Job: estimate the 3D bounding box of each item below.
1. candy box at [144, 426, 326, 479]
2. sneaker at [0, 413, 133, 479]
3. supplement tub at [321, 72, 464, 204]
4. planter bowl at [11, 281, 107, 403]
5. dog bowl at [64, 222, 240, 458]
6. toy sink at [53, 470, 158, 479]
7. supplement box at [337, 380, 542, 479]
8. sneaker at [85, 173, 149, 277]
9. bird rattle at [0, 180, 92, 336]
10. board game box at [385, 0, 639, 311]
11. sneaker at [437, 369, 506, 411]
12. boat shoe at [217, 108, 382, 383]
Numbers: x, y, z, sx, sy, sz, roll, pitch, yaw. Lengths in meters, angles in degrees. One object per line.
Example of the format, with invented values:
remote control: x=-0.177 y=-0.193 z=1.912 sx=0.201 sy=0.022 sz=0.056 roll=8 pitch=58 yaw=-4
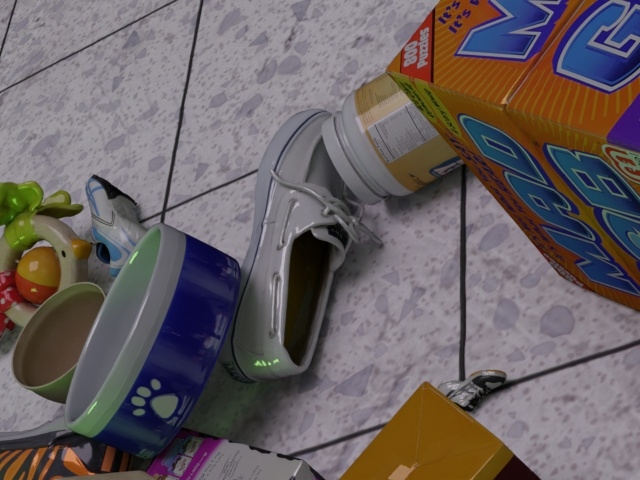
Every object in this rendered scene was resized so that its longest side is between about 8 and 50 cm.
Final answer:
candy box: x=-0.112 y=0.306 z=1.710 sx=0.233 sy=0.071 sz=0.159 roll=7 pitch=60 yaw=48
sneaker: x=-0.378 y=0.330 z=1.897 sx=0.321 sy=0.124 sz=0.180 roll=-24 pitch=41 yaw=26
supplement tub: x=0.116 y=-0.142 z=1.854 sx=0.199 sy=0.144 sz=0.144 roll=-30 pitch=39 yaw=20
planter bowl: x=-0.307 y=0.150 z=2.012 sx=0.162 sy=0.109 sz=0.162 roll=-26 pitch=41 yaw=25
dog bowl: x=-0.198 y=0.118 z=1.810 sx=0.265 sy=0.104 sz=0.265 roll=-57 pitch=17 yaw=28
toy sink: x=-0.208 y=0.380 z=1.615 sx=0.152 sy=0.131 sz=0.234 roll=21 pitch=103 yaw=44
supplement box: x=0.120 y=0.274 z=1.414 sx=0.191 sy=0.194 sz=0.129 roll=-48 pitch=37 yaw=-4
sneaker: x=-0.299 y=-0.023 z=2.193 sx=0.086 sy=0.085 sz=0.237 roll=-49 pitch=33 yaw=7
bird rattle: x=-0.421 y=0.044 z=2.182 sx=0.207 sy=0.143 sz=0.253 roll=27 pitch=95 yaw=33
board game box: x=0.361 y=-0.150 z=1.450 sx=0.356 sy=0.356 sz=0.356 roll=-52 pitch=37 yaw=-10
sneaker: x=0.162 y=0.162 z=1.624 sx=0.083 sy=0.032 sz=0.037 roll=-25 pitch=55 yaw=32
boat shoe: x=-0.006 y=-0.003 z=1.849 sx=0.156 sy=0.136 sz=0.367 roll=-6 pitch=55 yaw=41
